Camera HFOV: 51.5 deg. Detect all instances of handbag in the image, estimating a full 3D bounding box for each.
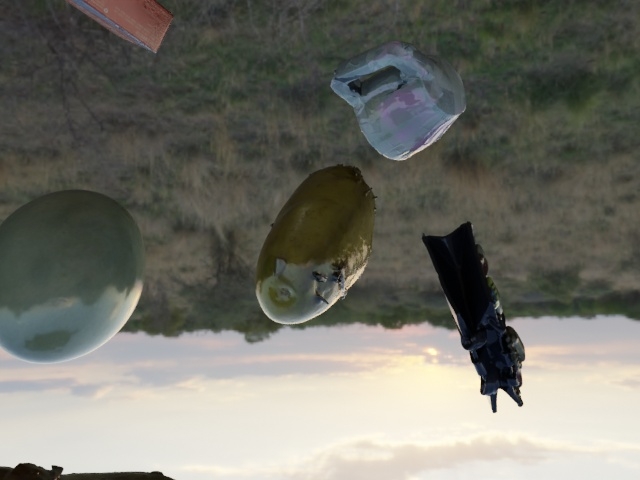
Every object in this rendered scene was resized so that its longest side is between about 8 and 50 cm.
[{"bbox_3d":[0.337,0.158,1.404,0.121,0.303,0.329,-20,-148,10],"label":"handbag"}]

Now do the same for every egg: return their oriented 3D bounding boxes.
[{"bbox_3d":[-0.312,0.041,0.811,0.186,0.187,0.253,-2,-144,3],"label":"egg"}]

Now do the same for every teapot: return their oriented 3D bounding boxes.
[{"bbox_3d":[0.154,-0.271,1.190,0.178,0.222,0.163,-26,-161,46],"label":"teapot"}]

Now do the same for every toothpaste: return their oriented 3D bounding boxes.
[{"bbox_3d":[-0.303,-0.331,0.826,0.076,0.066,0.320,27,-178,19],"label":"toothpaste"}]

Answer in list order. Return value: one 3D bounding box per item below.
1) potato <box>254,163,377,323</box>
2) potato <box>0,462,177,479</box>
[{"bbox_3d":[0.000,0.000,0.936,0.140,0.173,0.300,8,-148,14],"label":"potato"},{"bbox_3d":[-0.249,0.341,0.673,0.299,0.247,0.196,21,-178,0],"label":"potato"}]
